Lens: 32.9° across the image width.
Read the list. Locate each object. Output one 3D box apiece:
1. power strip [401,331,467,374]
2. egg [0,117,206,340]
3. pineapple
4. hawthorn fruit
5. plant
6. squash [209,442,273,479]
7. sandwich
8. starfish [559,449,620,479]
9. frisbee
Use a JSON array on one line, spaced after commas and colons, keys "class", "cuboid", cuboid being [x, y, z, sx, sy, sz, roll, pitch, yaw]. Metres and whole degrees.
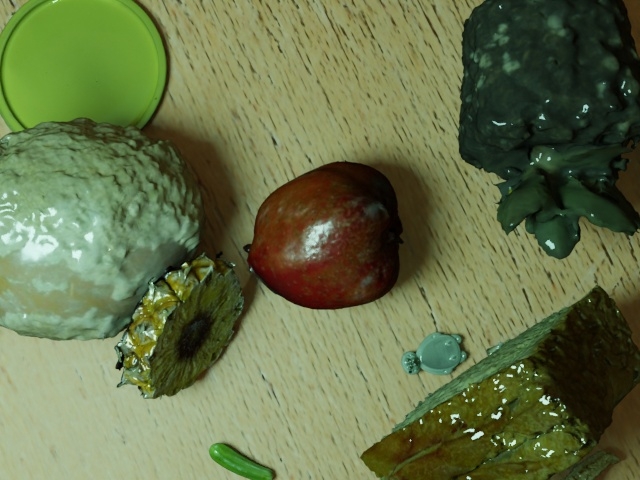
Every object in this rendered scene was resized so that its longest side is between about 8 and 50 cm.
[{"class": "power strip", "cuboid": [0.143, 0.146, 1.370, 0.083, 0.035, 0.055, -17, 84, -2]}, {"class": "egg", "cuboid": [-0.292, -0.012, 1.292, 0.310, 0.279, 0.279, -24, 84, -26]}, {"class": "pineapple", "cuboid": [-0.163, 0.112, 1.305, 0.047, 0.221, 0.221, 32, 86, 25]}, {"class": "hawthorn fruit", "cuboid": [0.000, 0.000, 1.328, 0.202, 0.185, 0.185, -11, 84, 18]}, {"class": "plant", "cuboid": [0.279, -0.133, 1.305, 0.215, 0.213, 0.312, -5, 87, -3]}, {"class": "squash", "cuboid": [-0.101, 0.284, 1.370, 0.089, 0.027, 0.027, 30, 86, 1]}, {"class": "sandwich", "cuboid": [0.229, 0.187, 1.240, 0.262, 0.325, 0.131, -39, 83, 34]}, {"class": "starfish", "cuboid": [0.335, 0.422, 1.325, 0.299, 0.060, 0.302, -16, 79, -6]}, {"class": "frisbee", "cuboid": [-0.318, -0.223, 1.429, 0.235, 0.017, 0.236, 0, 84, 2]}]
